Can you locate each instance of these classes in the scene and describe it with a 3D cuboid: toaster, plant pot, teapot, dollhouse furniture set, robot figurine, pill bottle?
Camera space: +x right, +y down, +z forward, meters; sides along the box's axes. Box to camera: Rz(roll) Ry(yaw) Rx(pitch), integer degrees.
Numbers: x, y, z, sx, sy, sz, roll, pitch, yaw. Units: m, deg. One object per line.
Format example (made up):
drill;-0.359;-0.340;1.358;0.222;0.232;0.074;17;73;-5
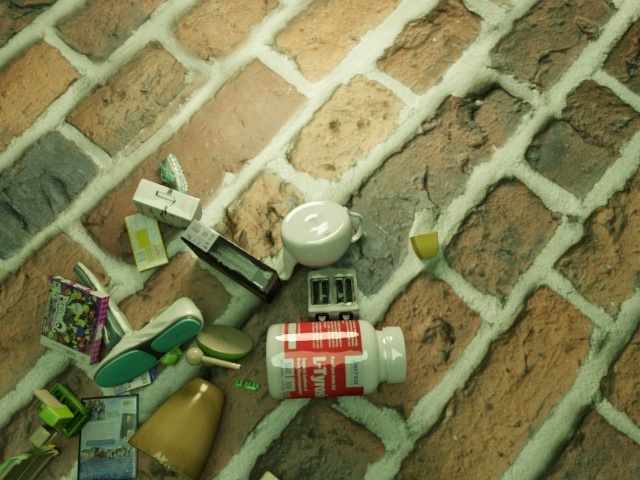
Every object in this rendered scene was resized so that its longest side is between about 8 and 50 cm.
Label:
toaster;0.043;0.179;1.736;0.168;0.110;0.185;-2;63;1
plant pot;-0.402;0.551;1.607;0.237;0.237;0.254;27;60;7
teapot;0.000;0.000;1.767;0.256;0.187;0.252;0;44;18
dollhouse furniture set;-0.872;0.590;1.584;0.151;0.197;0.301;37;82;15
robot figurine;-0.486;0.348;1.724;0.101;0.067;0.115;-1;75;26
plant pot;0.357;0.019;1.812;0.082;0.081;0.083;-13;87;-3
pill bottle;0.046;0.360;1.637;0.408;0.229;0.229;-3;75;-1

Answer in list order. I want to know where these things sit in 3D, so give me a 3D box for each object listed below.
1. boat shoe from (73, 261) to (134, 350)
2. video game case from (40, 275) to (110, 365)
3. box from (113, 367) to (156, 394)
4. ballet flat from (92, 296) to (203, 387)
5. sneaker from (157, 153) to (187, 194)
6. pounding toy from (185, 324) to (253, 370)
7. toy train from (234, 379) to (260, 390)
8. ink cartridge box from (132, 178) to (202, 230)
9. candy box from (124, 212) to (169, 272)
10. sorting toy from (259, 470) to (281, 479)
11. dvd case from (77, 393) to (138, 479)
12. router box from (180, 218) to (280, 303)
boat shoe;-0.726;0.213;1.738;0.099;0.116;0.319;-36;83;-13
video game case;-0.782;0.253;1.699;0.210;0.042;0.232;18;99;18
box;-0.601;0.436;1.721;0.136;0.028;0.081;-18;75;-3
ballet flat;-0.532;0.310;1.659;0.400;0.139;0.139;-34;77;9
sneaker;-0.525;-0.221;1.894;0.076;0.065;0.166;-25;72;10
pounding toy;-0.316;0.362;1.666;0.183;0.237;0.110;17;104;0
toy train;-0.236;0.467;1.718;0.083;0.017;0.023;10;85;3
ink cartridge box;-0.509;-0.113;1.795;0.203;0.148;0.085;20;72;-2
candy box;-0.597;-0.001;1.840;0.105;0.027;0.205;-17;75;-9
sorting toy;-0.134;0.861;1.571;0.257;0.089;0.255;37;77;10
dvd case;-0.663;0.617;1.674;0.180;0.022;0.253;-4;75;0
router box;-0.276;0.073;1.710;0.309;0.243;0.081;32;77;9
